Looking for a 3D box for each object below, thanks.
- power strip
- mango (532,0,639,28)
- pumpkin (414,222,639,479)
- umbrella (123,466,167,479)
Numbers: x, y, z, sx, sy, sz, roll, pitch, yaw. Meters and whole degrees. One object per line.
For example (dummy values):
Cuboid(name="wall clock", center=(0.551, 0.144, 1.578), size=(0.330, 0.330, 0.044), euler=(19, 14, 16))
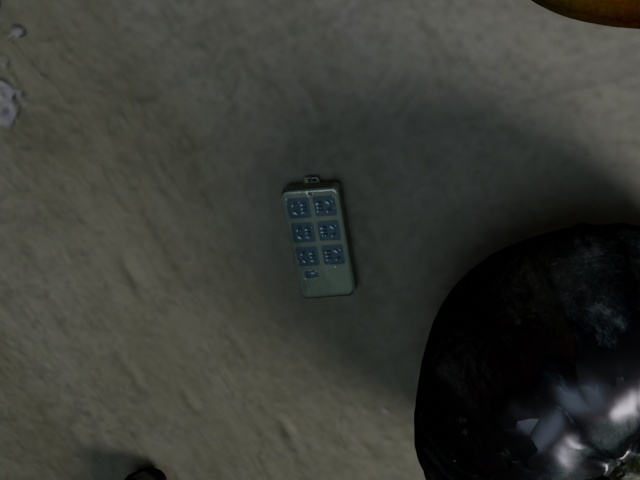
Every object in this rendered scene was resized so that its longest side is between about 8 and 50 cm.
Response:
Cuboid(name="power strip", center=(0.000, 0.000, 0.671), size=(0.040, 0.016, 0.090), euler=(-4, 114, 14))
Cuboid(name="mango", center=(0.217, -0.172, 0.483), size=(0.267, 0.111, 0.133), euler=(-3, 131, 13))
Cuboid(name="pumpkin", center=(0.168, 0.104, 0.602), size=(0.233, 0.163, 0.233), euler=(0, 119, 0))
Cuboid(name="umbrella", center=(-0.124, 0.292, 0.818), size=(0.080, 0.071, 0.224), euler=(-11, 110, -13))
